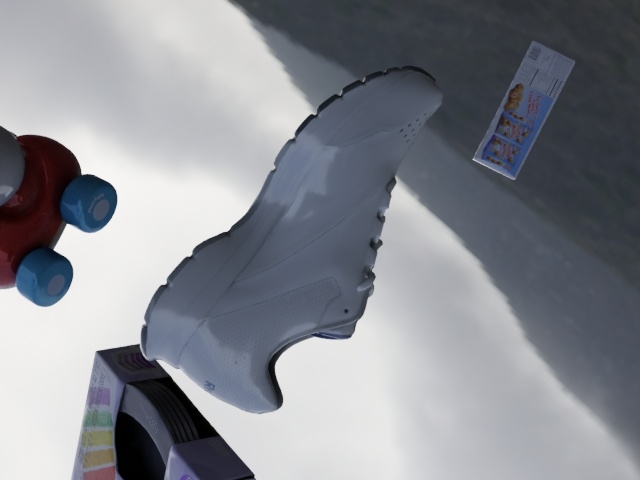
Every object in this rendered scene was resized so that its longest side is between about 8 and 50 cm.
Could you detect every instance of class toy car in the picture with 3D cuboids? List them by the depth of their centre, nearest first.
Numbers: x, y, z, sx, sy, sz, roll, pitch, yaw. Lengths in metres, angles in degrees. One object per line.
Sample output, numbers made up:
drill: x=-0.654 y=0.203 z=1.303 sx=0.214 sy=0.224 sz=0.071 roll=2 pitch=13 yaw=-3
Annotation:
toy car: x=-0.420 y=-0.062 z=1.823 sx=0.219 sy=0.210 sz=0.238 roll=27 pitch=173 yaw=29

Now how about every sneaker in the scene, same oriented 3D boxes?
sneaker: x=0.000 y=0.000 z=1.092 sx=0.129 sy=0.297 sz=0.111 roll=38 pitch=176 yaw=10

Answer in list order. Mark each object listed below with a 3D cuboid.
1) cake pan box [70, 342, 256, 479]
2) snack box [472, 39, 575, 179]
cake pan box: x=-0.177 y=0.275 z=1.549 sx=0.070 sy=0.267 sz=0.246 roll=-8 pitch=-144 yaw=-37
snack box: x=0.273 y=-0.174 z=1.968 sx=0.064 sy=0.178 sz=0.022 roll=27 pitch=-177 yaw=2
